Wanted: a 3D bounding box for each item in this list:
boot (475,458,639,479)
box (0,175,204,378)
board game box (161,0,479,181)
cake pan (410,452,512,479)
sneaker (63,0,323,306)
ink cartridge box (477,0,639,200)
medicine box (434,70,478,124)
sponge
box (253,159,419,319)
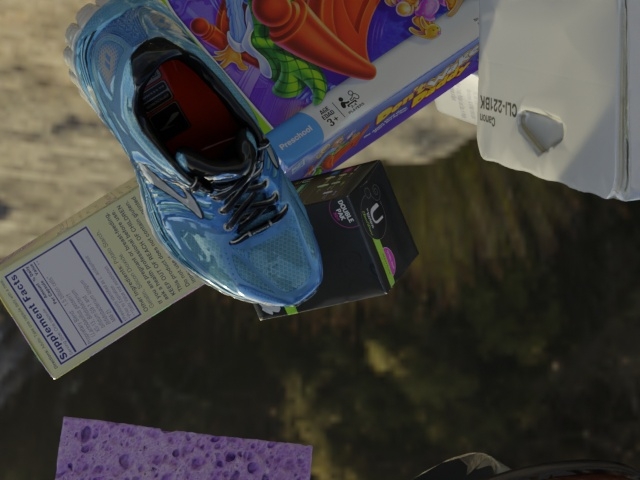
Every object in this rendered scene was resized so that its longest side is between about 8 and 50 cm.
[{"bbox_3d":[0.068,0.178,0.563,0.264,0.280,0.096,-21,108,-21],"label":"boot"},{"bbox_3d":[-0.197,0.015,1.867,0.243,0.117,0.213,-32,-173,-6],"label":"box"},{"bbox_3d":[0.030,-0.216,1.457,0.347,0.233,0.078,-36,166,-20],"label":"board game box"},{"bbox_3d":[0.046,0.257,1.295,0.054,0.293,0.293,46,132,-8],"label":"cake pan"},{"bbox_3d":[-0.047,-0.027,0.771,0.063,0.073,0.162,-40,121,-7],"label":"sneaker"},{"bbox_3d":[0.245,-0.101,1.041,0.272,0.114,0.197,-7,-168,-17],"label":"ink cartridge box"},{"bbox_3d":[0.279,-0.213,1.737,0.289,0.263,0.149,21,168,13],"label":"medicine box"},{"bbox_3d":[-0.112,0.214,1.516,0.210,0.117,0.031,7,160,-4],"label":"sponge"},{"bbox_3d":[0.000,0.000,1.019,0.083,0.052,0.062,-12,110,29],"label":"box"}]
